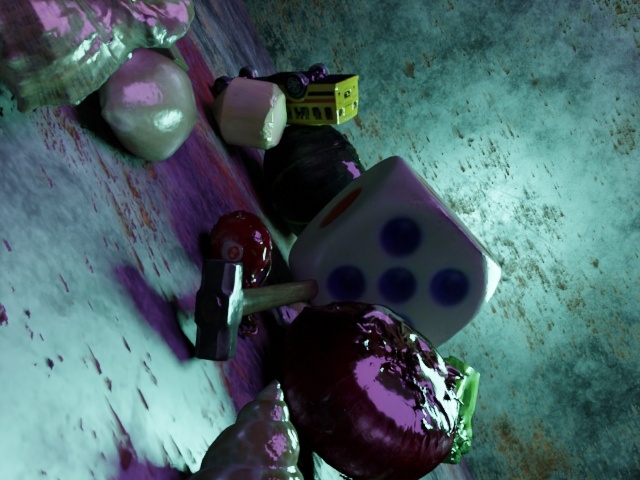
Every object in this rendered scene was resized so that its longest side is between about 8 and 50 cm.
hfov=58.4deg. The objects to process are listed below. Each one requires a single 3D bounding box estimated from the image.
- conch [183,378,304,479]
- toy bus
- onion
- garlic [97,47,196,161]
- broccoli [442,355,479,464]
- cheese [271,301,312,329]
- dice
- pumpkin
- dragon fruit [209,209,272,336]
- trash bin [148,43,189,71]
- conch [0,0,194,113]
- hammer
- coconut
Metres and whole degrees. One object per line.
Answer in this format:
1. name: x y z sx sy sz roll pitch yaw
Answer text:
1. conch: -0.062 0.229 0.497 0.116 0.106 0.173 45 25 -3
2. toy bus: -0.083 -0.331 1.309 0.121 0.335 0.123 -42 132 -49
3. onion: 0.062 0.229 0.878 0.314 0.232 0.314 35 25 -18
4. garlic: -0.227 -0.195 0.776 0.143 0.112 0.318 57 0 -27
5. broccoli: 0.261 0.401 1.410 0.307 0.275 0.308 37 -10 8
6. cheese: -0.036 0.150 1.015 0.127 0.049 0.235 67 9 20
7. dice: 0.140 0.039 1.130 0.304 0.304 0.277 45 13 -11
8. pumpkin: -0.005 -0.135 1.380 0.323 0.241 0.323 59 7 -11
9. dragon fruit: -0.108 0.039 0.815 0.094 0.094 0.191 45 33 -65
10. trash bin: -0.279 -0.341 1.014 0.092 0.043 0.061 64 9 5
11. conch: -0.229 -0.213 0.510 0.163 0.245 0.178 10 -64 52
12. hammer: -0.065 0.081 0.792 0.365 0.043 0.111 4 91 -72
13. coconut: -0.156 -0.270 1.218 0.147 0.152 0.147 11 90 -79
